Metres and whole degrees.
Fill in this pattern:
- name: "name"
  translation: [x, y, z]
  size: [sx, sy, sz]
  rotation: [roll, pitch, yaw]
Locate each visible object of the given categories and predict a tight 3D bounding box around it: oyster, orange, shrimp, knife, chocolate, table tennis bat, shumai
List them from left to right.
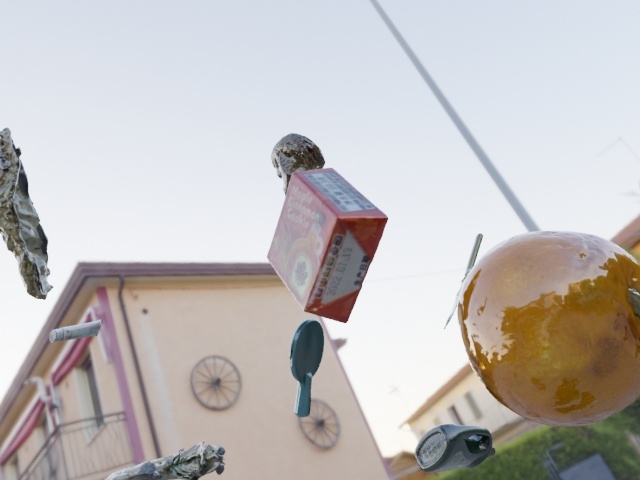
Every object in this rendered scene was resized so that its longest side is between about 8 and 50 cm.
- name: "oyster"
  translation: [-0.586, -0.049, 1.064]
  size: [0.078, 0.345, 0.128]
  rotation: [-13, 3, -5]
- name: "shrimp"
  translation: [-0.351, 0.522, 1.250]
  size: [0.360, 0.085, 0.246]
  rotation: [-25, -22, 34]
- name: "shumai"
  translation: [-0.059, -0.184, 1.279]
  size: [0.139, 0.105, 0.123]
  rotation: [-27, -69, 20]
- name: "table tennis bat"
  translation: [-0.029, 0.259, 1.106]
  size: [0.033, 0.201, 0.124]
  rotation: [7, 3, 29]
- name: "chocolate"
  translation: [0.000, 0.000, 1.059]
  size: [0.107, 0.237, 0.235]
  rotation: [6, -63, -30]
- name: "knife"
  translation: [0.342, 0.094, 1.297]
  size: [0.298, 0.017, 0.047]
  rotation: [-60, 1, -37]
- name: "orange"
  translation: [0.308, 0.113, 0.726]
  size: [0.261, 0.261, 0.261]
  rotation: [-20, -27, -11]

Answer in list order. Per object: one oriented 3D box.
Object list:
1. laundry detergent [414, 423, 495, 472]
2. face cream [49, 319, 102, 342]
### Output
- name: "laundry detergent"
  translation: [0.329, 0.471, 1.243]
  size: [0.221, 0.078, 0.144]
  rotation: [13, -58, -32]
- name: "face cream"
  translation: [-0.464, 0.175, 1.044]
  size: [0.115, 0.020, 0.038]
  rotation: [1, -67, -65]
